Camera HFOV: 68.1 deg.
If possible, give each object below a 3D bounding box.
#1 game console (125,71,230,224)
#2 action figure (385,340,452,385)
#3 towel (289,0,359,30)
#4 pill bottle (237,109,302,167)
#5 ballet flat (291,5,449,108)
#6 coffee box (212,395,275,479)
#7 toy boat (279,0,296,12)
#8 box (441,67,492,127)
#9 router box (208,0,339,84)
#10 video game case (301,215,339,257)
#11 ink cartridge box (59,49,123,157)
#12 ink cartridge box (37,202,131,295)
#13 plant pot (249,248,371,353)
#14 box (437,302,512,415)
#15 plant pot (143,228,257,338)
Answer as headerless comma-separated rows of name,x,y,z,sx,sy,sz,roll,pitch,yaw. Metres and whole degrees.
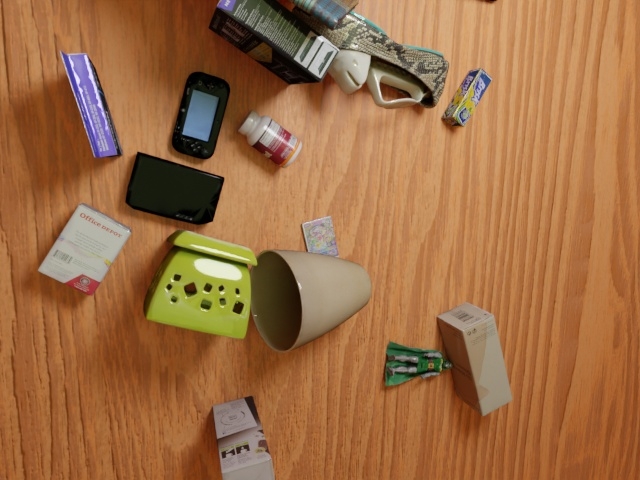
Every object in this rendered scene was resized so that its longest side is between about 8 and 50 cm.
game console,-0.325,-0.229,1.151,0.213,0.044,0.362,14,93,-22
action figure,0.315,0.388,1.485,0.232,0.063,0.137,6,94,-25
towel,-0.101,-0.553,0.940,0.370,0.272,0.040,32,127,-7
pill bottle,-0.129,-0.258,1.196,0.152,0.086,0.086,34,86,-21
ballet flat,0.141,-0.434,1.188,0.482,0.164,0.182,7,89,-35
coffee box,-0.194,0.547,1.193,0.118,0.297,0.168,-10,103,-15
toy boat,-0.047,-0.611,1.155,0.231,0.151,0.151,25,120,-21
box,0.429,-0.417,1.388,0.054,0.059,0.169,31,88,-24
router box,-0.115,-0.448,1.047,0.242,0.309,0.081,29,97,-23
video game case,0.000,0.000,1.326,0.087,0.011,0.122,-16,105,-17
ink cartridge box,-0.475,-0.278,0.998,0.045,0.208,0.207,-16,104,-14
ink cartridge box,-0.539,0.018,1.097,0.127,0.072,0.175,33,87,-21
plant pot,-0.007,0.138,1.240,0.273,0.256,0.257,-6,101,-36
box,0.488,0.372,1.499,0.121,0.148,0.311,-21,104,-15
plant pot,-0.281,0.093,1.130,0.227,0.228,0.207,16,86,-22
